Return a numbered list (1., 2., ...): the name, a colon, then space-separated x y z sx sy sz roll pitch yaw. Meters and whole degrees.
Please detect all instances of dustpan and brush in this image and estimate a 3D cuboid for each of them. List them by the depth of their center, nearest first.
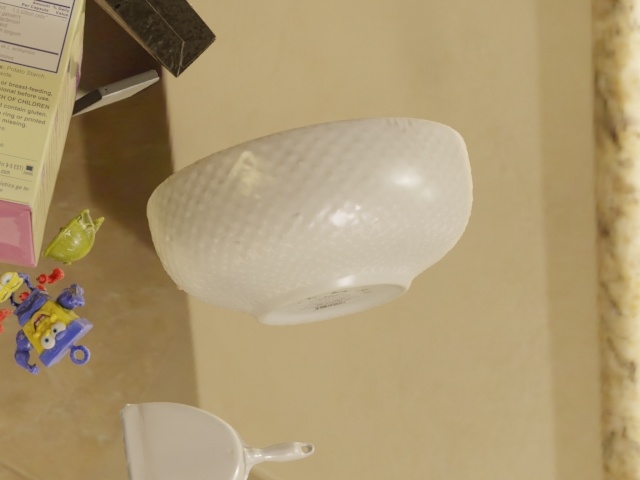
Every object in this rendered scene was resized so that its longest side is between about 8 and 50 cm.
1. dustpan and brush: -0.106 0.241 1.160 0.211 0.060 0.147 -7 67 -11

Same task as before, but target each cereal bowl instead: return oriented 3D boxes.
1. cereal bowl: 0.000 0.000 1.085 0.339 0.339 0.141 -1 71 -41

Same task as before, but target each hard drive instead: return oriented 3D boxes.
1. hard drive: -0.350 -0.251 1.777 0.135 0.094 0.022 -32 100 -47

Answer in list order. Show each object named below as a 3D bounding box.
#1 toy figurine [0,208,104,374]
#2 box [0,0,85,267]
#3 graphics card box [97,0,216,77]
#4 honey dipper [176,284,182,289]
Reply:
1. toy figurine: -0.499 0.139 2.047 0.362 0.217 0.191 -45 169 3
2. box: -0.325 -0.123 1.078 0.117 0.213 0.243 12 71 -10
3. graphics card box: -0.324 -0.411 1.516 0.094 0.371 0.233 -45 146 -2
4. honey dipper: -0.275 0.025 1.976 0.030 0.030 0.160 -34 129 -33
